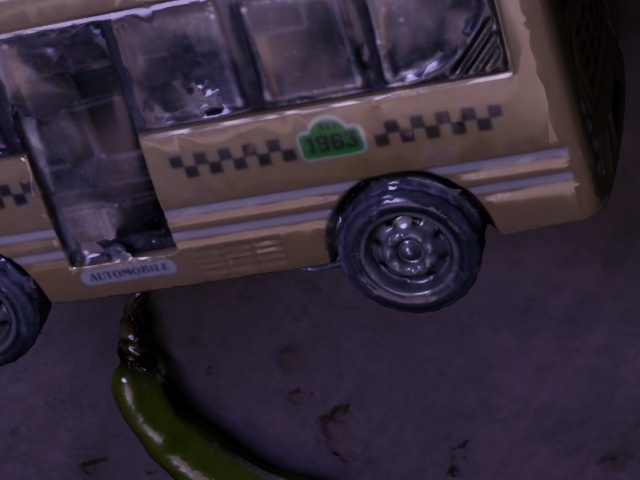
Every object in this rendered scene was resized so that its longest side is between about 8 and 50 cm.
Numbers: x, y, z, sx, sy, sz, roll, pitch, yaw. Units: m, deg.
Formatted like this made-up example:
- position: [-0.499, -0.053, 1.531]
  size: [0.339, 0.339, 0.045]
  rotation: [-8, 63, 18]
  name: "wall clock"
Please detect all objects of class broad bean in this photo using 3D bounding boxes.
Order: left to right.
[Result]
- position: [-0.014, 0.151, 1.092]
  size: [0.098, 0.056, 0.318]
  rotation: [-27, 114, 30]
  name: "broad bean"

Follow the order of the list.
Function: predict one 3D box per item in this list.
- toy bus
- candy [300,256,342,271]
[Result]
- position: [-0.058, -0.081, 0.859]
  size: [0.365, 0.177, 0.202]
  rotation: [-9, 120, 16]
  name: "toy bus"
- position: [0.000, -0.001, 0.996]
  size: [0.083, 0.020, 0.030]
  rotation: [-7, 125, 18]
  name: "candy"
